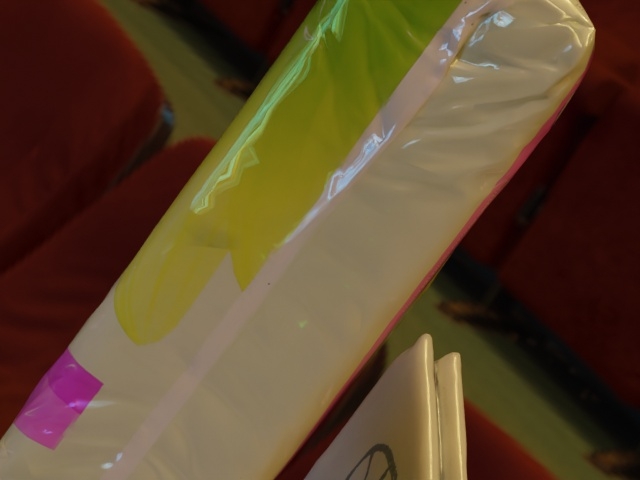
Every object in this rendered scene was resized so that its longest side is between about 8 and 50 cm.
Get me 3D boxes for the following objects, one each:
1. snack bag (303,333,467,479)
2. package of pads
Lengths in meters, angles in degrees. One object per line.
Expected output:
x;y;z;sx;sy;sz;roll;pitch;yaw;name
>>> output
-0.019;0.261;0.850;0.037;0.342;0.323;28;28;-15;snack bag
0.000;0.000;0.663;0.101;0.296;0.229;38;11;3;package of pads
